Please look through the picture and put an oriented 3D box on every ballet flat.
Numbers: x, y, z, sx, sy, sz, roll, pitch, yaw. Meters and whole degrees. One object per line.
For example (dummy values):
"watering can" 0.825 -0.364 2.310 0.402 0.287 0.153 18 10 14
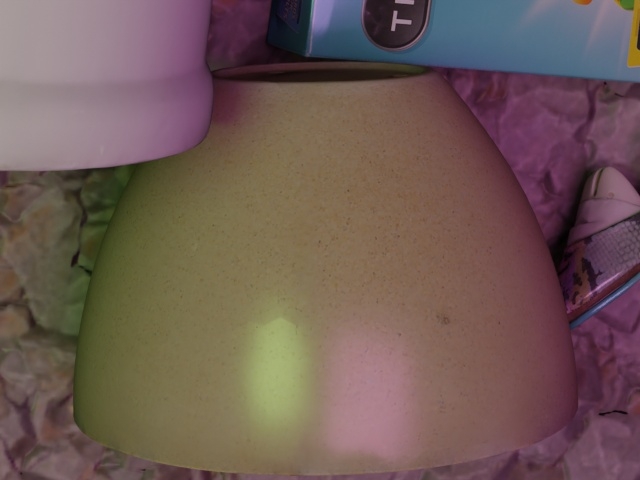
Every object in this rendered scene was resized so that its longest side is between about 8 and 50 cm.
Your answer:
"ballet flat" 0.224 -0.027 1.292 0.221 0.077 0.079 -31 93 -16

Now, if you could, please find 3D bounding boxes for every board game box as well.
"board game box" 0.149 -0.228 1.207 0.336 0.079 0.253 2 101 -21

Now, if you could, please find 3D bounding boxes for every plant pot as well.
"plant pot" 0.000 0.000 1.100 0.284 0.284 0.190 -5 101 -19

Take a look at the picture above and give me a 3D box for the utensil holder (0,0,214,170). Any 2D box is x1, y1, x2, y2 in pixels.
"utensil holder" -0.191 -0.253 0.933 0.328 0.327 0.385 3 104 -21
